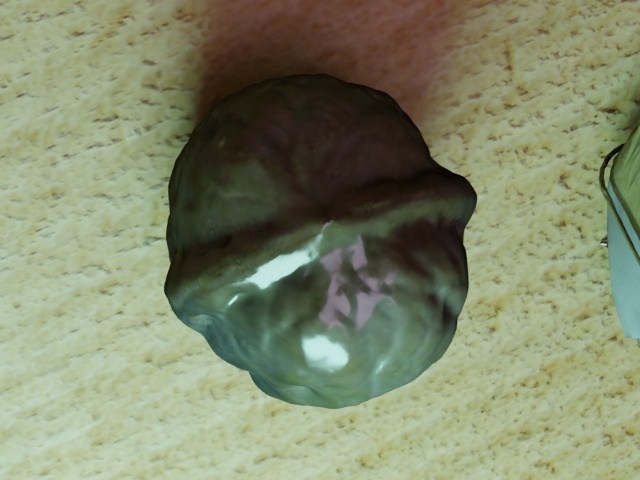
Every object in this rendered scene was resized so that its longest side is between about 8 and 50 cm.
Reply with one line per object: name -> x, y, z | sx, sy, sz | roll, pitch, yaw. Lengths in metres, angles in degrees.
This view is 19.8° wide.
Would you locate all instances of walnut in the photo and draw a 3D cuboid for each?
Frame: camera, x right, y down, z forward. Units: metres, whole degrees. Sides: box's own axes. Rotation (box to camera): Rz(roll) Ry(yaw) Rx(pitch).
walnut -> 0.000, 0.000, 1.145 | 0.224, 0.224, 0.224 | -7, 117, -15

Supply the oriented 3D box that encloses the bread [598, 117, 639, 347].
bread -> 0.281, 0.016, 1.249 | 0.142, 0.224, 0.212 | -15, 140, -9
